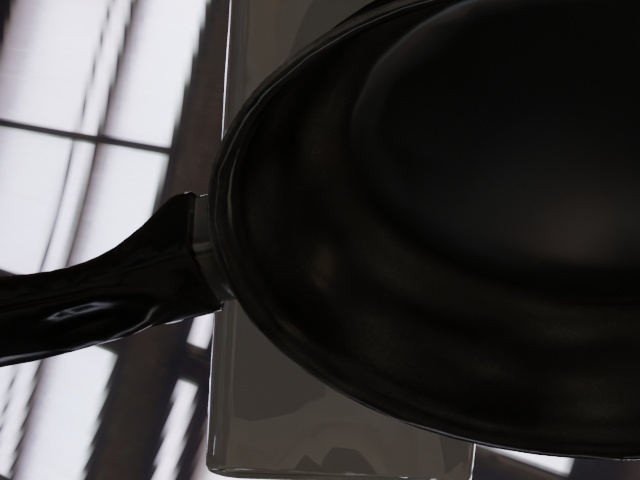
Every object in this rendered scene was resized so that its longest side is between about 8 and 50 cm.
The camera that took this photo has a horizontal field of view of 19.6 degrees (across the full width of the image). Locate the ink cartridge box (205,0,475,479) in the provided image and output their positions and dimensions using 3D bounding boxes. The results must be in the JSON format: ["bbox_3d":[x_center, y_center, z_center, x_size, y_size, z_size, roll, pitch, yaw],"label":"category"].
[{"bbox_3d":[0.013,-0.042,0.714,0.100,0.172,0.237,4,-80,-1],"label":"ink cartridge box"}]

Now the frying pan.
[{"bbox_3d":[0.021,0.015,0.512,0.197,0.326,0.053,40,-137,-34],"label":"frying pan"}]
